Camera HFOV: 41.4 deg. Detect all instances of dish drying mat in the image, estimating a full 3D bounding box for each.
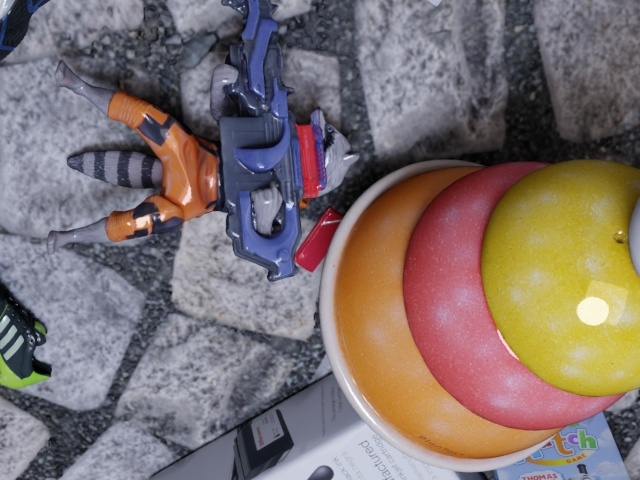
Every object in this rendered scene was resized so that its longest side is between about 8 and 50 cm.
[{"bbox_3d":[0.000,0.000,1.038,0.032,0.008,0.083,31,106,-13],"label":"dish drying mat"}]

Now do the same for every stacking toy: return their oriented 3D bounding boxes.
[{"bbox_3d":[0.235,0.040,0.772,0.351,0.480,0.350,5,77,-22],"label":"stacking toy"}]

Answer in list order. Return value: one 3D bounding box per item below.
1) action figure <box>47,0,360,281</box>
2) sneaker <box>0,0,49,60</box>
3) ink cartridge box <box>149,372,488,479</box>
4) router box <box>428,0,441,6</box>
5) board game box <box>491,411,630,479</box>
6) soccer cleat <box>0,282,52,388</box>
[{"bbox_3d":[-0.122,-0.123,0.945,0.330,0.178,0.341,4,83,-9],"label":"action figure"},{"bbox_3d":[-0.357,-0.259,0.911,0.211,0.080,0.081,-44,88,10],"label":"sneaker"},{"bbox_3d":[0.003,0.362,1.085,0.395,0.166,0.285,-31,107,10],"label":"ink cartridge box"},{"bbox_3d":[0.096,-0.431,0.768,0.301,0.082,0.335,22,111,-43],"label":"router box"},{"bbox_3d":[0.303,0.312,1.050,0.160,0.211,0.039,-7,127,1],"label":"board game box"},{"bbox_3d":[-0.382,0.102,1.047,0.072,0.060,0.178,-12,116,-7],"label":"soccer cleat"}]
